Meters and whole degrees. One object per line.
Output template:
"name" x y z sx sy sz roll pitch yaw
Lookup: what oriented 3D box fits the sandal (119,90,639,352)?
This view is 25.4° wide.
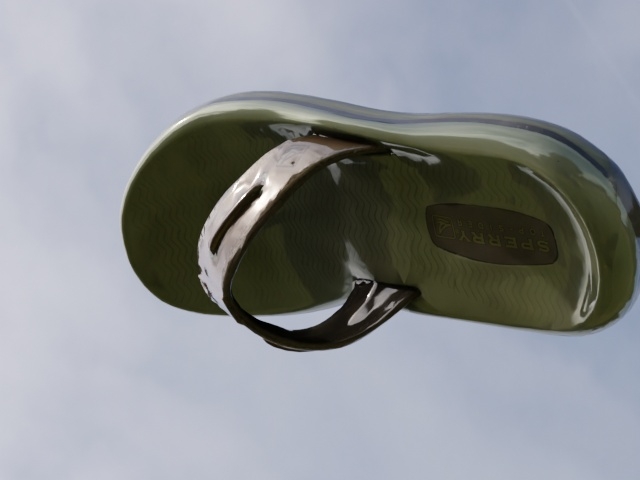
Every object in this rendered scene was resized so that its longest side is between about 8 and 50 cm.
"sandal" 0.000 -0.001 0.636 0.302 0.086 0.120 0 -58 47
